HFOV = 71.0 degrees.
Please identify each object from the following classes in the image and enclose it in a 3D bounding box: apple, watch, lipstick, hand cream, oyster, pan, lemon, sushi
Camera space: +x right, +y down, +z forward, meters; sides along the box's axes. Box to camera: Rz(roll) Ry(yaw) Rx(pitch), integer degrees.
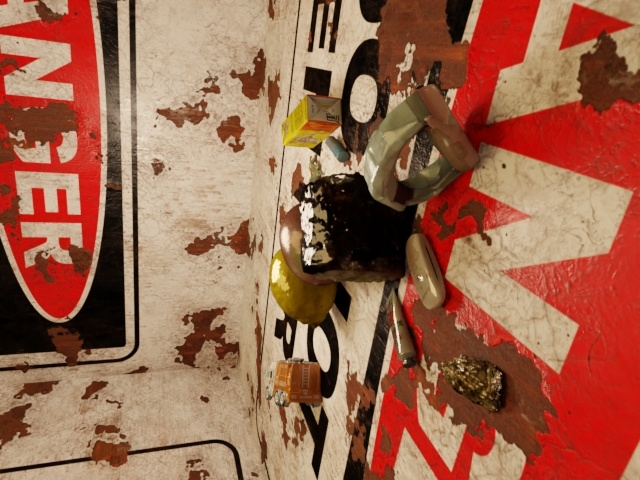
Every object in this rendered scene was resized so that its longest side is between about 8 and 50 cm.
[{"bbox_3d":[0.000,0.000,1.527,0.235,0.305,0.306,165,105,-70],"label":"apple"},{"bbox_3d":[0.206,-0.187,1.004,0.241,0.253,0.162,-31,51,23],"label":"watch"},{"bbox_3d":[0.062,-0.349,1.707,0.158,0.048,0.048,-116,33,-52],"label":"lipstick"},{"bbox_3d":[0.222,0.246,1.266,0.234,0.050,0.080,-100,18,-44],"label":"hand cream"},{"bbox_3d":[0.322,0.299,0.970,0.177,0.056,0.106,-147,52,-62],"label":"oyster"},{"bbox_3d":[0.262,-0.395,1.182,0.068,0.023,0.116,139,125,-66],"label":"pan"},{"bbox_3d":[-0.067,0.156,1.734,0.286,0.285,0.316,115,173,-49],"label":"lemon"},{"bbox_3d":[0.080,-0.028,1.289,0.281,0.299,0.295,-10,78,54],"label":"sushi"}]

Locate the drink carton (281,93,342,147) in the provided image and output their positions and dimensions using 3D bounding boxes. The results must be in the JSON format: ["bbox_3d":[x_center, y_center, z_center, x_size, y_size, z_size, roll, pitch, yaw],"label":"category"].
[{"bbox_3d":[-0.045,-0.481,1.848,0.351,0.154,0.112,171,99,-70],"label":"drink carton"}]

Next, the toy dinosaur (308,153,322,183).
[{"bbox_3d":[-0.031,-0.269,1.960,0.142,0.057,0.212,-125,39,-76],"label":"toy dinosaur"}]

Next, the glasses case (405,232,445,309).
[{"bbox_3d":[0.262,0.075,1.133,0.081,0.051,0.204,117,147,-49],"label":"glasses case"}]

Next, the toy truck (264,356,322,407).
[{"bbox_3d":[-0.130,0.641,2.057,0.387,0.173,0.207,151,124,-64],"label":"toy truck"}]
